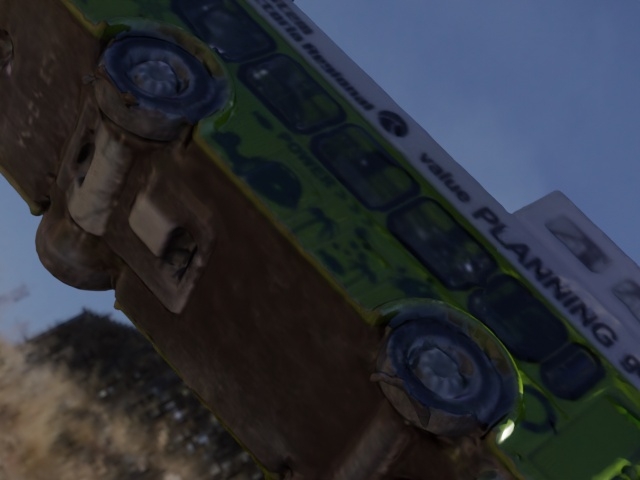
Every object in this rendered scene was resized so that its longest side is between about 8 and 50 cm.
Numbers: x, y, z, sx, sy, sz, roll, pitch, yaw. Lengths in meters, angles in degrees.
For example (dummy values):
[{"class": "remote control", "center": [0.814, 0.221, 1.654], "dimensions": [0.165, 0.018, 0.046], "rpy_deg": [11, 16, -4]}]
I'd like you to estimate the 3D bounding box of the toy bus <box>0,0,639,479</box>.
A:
[{"class": "toy bus", "center": [0.000, 0.000, 0.494], "dimensions": [0.302, 0.139, 0.113], "rpy_deg": [46, -47, 17]}]
